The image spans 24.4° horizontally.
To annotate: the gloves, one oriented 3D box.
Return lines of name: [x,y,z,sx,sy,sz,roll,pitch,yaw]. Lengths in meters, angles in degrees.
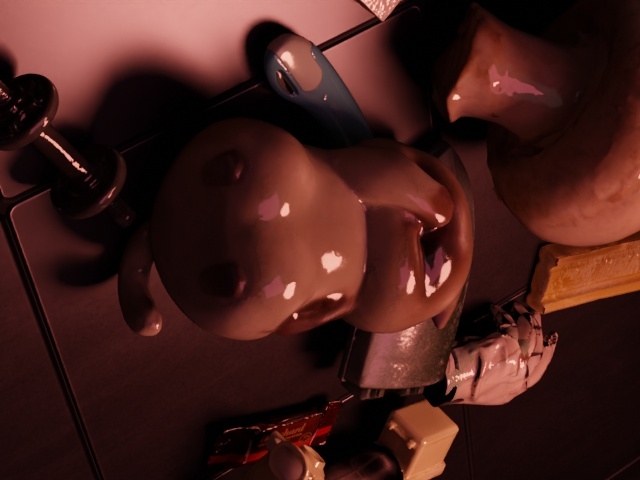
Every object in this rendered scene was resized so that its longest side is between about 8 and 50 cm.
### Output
gloves: [0.229,0.155,1.899,0.212,0.111,0.127,-10,121,-25]

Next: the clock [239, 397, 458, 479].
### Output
clock: [-0.009,0.332,1.801,0.379,0.120,0.276,-13,135,-47]

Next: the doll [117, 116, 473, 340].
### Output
doll: [-0.002,-0.007,1.492,0.370,0.215,0.226,-2,166,-25]

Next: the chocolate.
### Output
chocolate: [-0.054,0.234,1.775,0.182,0.028,0.086,-13,137,-36]

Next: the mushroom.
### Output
mushroom: [0.270,-0.150,1.597,0.290,0.297,0.297,24,104,-23]

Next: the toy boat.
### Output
toy boat: [0.109,0.036,1.725,0.141,0.092,0.319,-1,112,-38]

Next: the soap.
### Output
soap: [0.386,0.034,1.988,0.252,0.037,0.092,-11,127,-35]

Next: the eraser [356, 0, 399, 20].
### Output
eraser: [0.095,-0.329,1.474,0.212,0.046,0.092,-51,137,3]

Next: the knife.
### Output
knife: [0.000,-0.145,1.542,0.064,0.031,0.222,-49,142,-6]

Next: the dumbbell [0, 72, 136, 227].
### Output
dumbbell: [-0.242,-0.084,1.347,0.081,0.081,0.254,-45,138,-4]
